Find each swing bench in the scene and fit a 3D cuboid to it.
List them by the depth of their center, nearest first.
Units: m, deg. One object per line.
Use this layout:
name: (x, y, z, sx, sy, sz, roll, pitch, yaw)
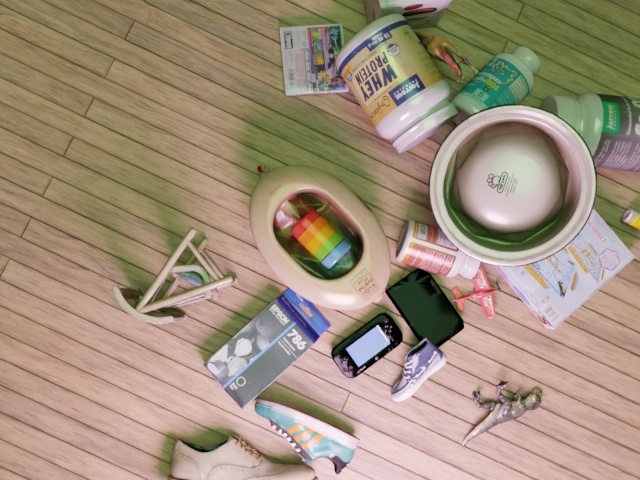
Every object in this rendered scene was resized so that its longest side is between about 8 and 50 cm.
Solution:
swing bench: (-0.363, 0.117, 1.625, 0.254, 0.253, 0.165, -38, 88, -6)

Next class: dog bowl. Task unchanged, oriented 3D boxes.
dog bowl: (0.490, -0.143, 1.654, 0.407, 0.150, 0.408, 2, 97, 12)

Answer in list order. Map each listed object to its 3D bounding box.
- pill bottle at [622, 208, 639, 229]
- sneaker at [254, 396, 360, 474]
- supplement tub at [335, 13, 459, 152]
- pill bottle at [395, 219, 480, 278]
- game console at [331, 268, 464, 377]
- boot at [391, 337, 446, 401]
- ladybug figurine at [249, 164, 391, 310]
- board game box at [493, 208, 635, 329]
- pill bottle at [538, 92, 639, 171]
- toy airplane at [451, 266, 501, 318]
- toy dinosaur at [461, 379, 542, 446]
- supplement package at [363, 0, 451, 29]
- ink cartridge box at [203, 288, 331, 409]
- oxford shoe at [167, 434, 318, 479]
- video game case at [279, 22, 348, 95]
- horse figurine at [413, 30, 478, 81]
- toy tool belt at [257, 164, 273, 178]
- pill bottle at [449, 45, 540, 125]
pill bottle: (0.919, -0.055, 1.828, 0.083, 0.043, 0.043, 28, 84, -1)
sneaker: (-0.050, 0.520, 1.682, 0.302, 0.108, 0.121, 26, 80, -3)
supplement tub: (0.210, -0.421, 1.722, 0.228, 0.228, 0.316, -32, 87, -6)
pill bottle: (0.325, 0.031, 1.743, 0.216, 0.121, 0.121, 19, 84, -2)
game console: (0.203, 0.256, 1.755, 0.361, 0.044, 0.213, -35, 88, -5)
boot: (0.246, 0.348, 1.717, 0.190, 0.069, 0.086, -44, 111, 3)
ladybug figurine: (0.000, 0.000, 1.704, 0.305, 0.162, 0.449, -41, 88, -7)
board game box: (0.661, 0.028, 1.793, 0.318, 0.066, 0.319, -39, 88, -6)
pill bottle: (0.799, -0.300, 1.762, 0.360, 0.204, 0.204, 5, 85, -4)
toy airplane: (0.437, 0.155, 1.786, 0.151, 0.028, 0.151, 0, 84, -3)
toy dinosaur: (0.489, 0.459, 1.749, 0.268, 0.064, 0.118, -28, 94, -2)
supplement package: (0.236, -0.689, 1.765, 0.203, 0.194, 0.149, -11, 86, -4)
ink cartridge box: (-0.141, 0.283, 1.721, 0.332, 0.065, 0.165, -43, 88, -7)
oxford shoe: (-0.200, 0.589, 1.654, 0.396, 0.140, 0.147, 3, 79, -5)
video game case: (-0.019, -0.519, 1.820, 0.183, 0.023, 0.202, -5, 84, -4)
horse figurine: (0.338, -0.515, 1.745, 0.174, 0.263, 0.066, 36, 108, -18)
toy tool belt: (-0.139, -0.177, 1.773, 0.051, 0.052, 0.083, -26, 90, -37)
pill bottle: (0.496, -0.423, 1.783, 0.146, 0.146, 0.264, 44, 83, 1)
